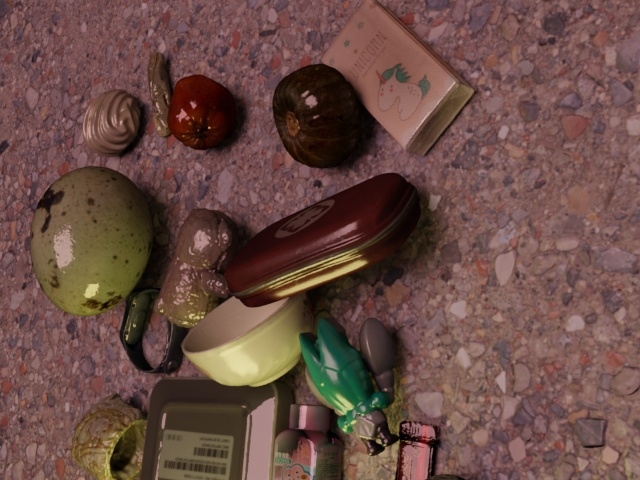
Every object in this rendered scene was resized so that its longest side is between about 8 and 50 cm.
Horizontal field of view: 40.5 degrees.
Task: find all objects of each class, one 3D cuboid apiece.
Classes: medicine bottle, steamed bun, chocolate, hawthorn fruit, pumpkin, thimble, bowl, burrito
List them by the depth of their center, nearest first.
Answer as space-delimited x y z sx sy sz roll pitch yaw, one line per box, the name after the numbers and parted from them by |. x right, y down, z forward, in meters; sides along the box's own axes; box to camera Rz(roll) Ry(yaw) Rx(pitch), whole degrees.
0.171 0.417 1.557 0.086 0.028 0.183 -1 78 30 | chocolate
-0.024 0.412 1.675 0.119 0.094 0.188 -6 77 41 | medicine bottle
-0.125 0.195 1.734 0.277 0.277 0.145 -22 108 35 | bowl
0.005 -0.253 1.761 0.219 0.162 0.219 33 131 49 | pumpkin
-0.276 -0.298 2.020 0.174 0.173 0.179 -66 23 7 | hawthorn fruit
-0.482 0.463 2.025 0.143 0.137 0.191 15 75 43 | thimble
-0.407 -0.371 2.206 0.058 0.063 0.230 -12 76 -4 | burrito
-0.552 -0.312 2.266 0.182 0.106 0.183 -20 61 41 | steamed bun

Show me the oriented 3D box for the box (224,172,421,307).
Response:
0.000 0.000 1.653 0.403 0.263 0.108 -23 106 29 | box

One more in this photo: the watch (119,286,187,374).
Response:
-0.391 0.208 2.051 0.193 0.068 0.207 24 99 37 | watch

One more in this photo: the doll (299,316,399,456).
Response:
0.050 0.271 1.625 0.194 0.153 0.259 -9 81 24 | doll

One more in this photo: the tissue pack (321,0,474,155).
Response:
0.145 -0.329 1.719 0.170 0.071 0.325 -54 51 21 | tissue pack

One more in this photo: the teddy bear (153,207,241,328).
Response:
-0.265 0.061 1.920 0.236 0.151 0.267 25 94 48 | teddy bear

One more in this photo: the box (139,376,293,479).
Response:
-0.230 0.473 1.810 0.367 0.090 0.373 -7 71 36 | box

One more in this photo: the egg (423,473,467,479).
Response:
0.201 0.466 1.452 0.172 0.132 0.132 -47 53 39 | egg

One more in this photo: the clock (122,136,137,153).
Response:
-0.511 -0.268 2.294 0.074 0.010 0.083 44 108 39 | clock

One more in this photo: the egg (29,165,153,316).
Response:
-0.545 0.001 2.074 0.287 0.287 0.380 -21 61 35 | egg
